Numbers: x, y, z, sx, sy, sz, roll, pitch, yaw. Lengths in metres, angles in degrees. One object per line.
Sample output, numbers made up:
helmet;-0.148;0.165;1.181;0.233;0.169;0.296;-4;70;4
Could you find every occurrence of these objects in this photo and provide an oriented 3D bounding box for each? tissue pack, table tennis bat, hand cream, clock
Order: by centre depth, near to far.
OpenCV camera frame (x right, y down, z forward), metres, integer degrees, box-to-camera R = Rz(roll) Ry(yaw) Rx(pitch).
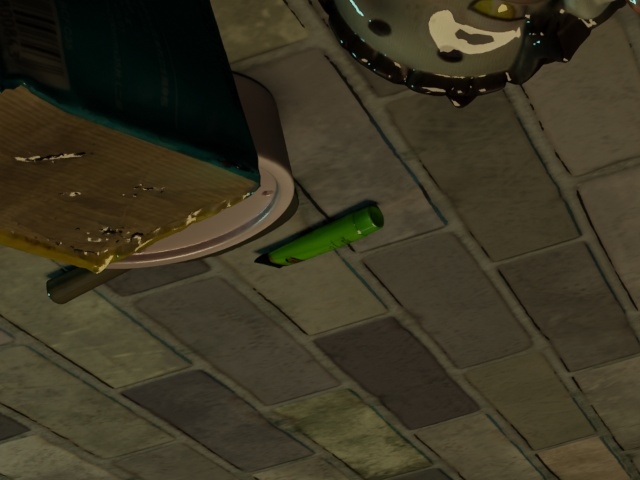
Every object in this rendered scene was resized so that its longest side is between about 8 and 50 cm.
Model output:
tissue pack;-0.157;-0.134;0.929;0.134;0.270;0.192;-29;152;25
clock;-0.120;-0.049;1.406;0.197;0.068;0.197;-10;157;-4
table tennis bat;-0.126;-0.001;1.585;0.234;0.022;0.131;-25;156;22
hand cream;0.000;0.000;1.645;0.122;0.023;0.036;-23;159;33

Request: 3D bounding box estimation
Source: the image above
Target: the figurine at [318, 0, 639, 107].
figurine;0.087;-0.212;1.019;0.281;0.167;0.370;21;146;7
